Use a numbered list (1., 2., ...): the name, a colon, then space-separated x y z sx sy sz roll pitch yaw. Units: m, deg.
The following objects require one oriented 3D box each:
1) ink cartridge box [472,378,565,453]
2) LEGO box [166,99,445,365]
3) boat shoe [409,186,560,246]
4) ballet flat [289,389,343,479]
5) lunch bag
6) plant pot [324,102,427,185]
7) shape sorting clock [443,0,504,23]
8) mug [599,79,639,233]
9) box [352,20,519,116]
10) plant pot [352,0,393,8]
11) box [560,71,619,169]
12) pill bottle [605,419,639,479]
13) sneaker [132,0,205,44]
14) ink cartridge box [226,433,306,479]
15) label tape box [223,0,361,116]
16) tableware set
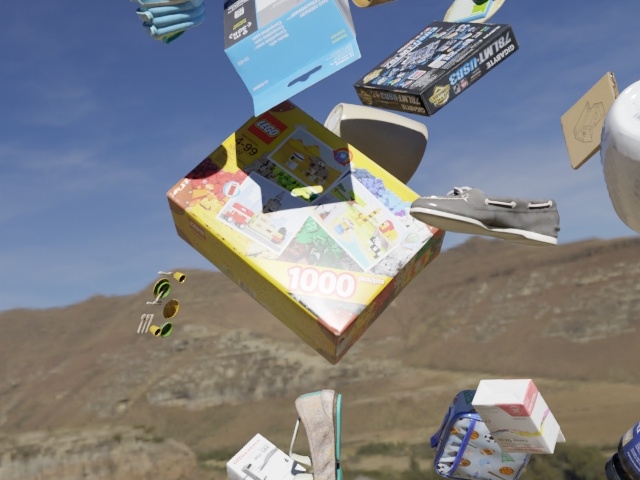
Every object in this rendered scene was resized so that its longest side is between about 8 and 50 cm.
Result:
1. ink cartridge box: 0.403 0.368 1.770 0.115 0.198 0.067 -9 38 39
2. LEGO box: -0.030 -0.033 1.966 0.372 0.500 0.193 -46 -18 -21
3. boat shoe: 0.315 -0.059 1.679 0.335 0.096 0.112 11 -10 -26
4. ballet flat: -0.005 0.438 1.710 0.106 0.316 0.107 -2 10 5
5. lunch bag: 0.416 0.522 2.278 0.243 0.115 0.303 12 -48 1
6. plant pot: 0.151 -0.313 2.770 0.274 0.257 0.256 25 -19 -21
7. shape sorting clock: 0.427 -0.643 2.415 0.206 0.206 0.040 -14 -41 44
8. mug: 0.786 -0.169 1.937 0.276 0.374 0.328 -35 -40 4
9. box: 0.268 -0.415 2.091 0.295 0.073 0.293 -39 28 -17
10. plant pot: 0.213 -0.701 2.178 0.254 0.237 0.237 -7 -6 -19
11. box: 0.684 -0.298 2.213 0.021 0.165 0.201 9 -31 -20
12. pill bottle: 0.581 0.349 1.478 0.122 0.123 0.219 -4 -40 -35
13. sneaker: -0.350 -0.482 1.663 0.319 0.208 0.127 23 45 26
14. ink cartridge box: -0.110 0.473 1.785 0.135 0.056 0.099 31 52 27
15. label tape box: -0.065 -0.424 1.735 0.240 0.334 0.106 -27 -52 16
16. tableware set: -0.333 0.140 1.907 0.024 0.154 0.104 25 8 32
